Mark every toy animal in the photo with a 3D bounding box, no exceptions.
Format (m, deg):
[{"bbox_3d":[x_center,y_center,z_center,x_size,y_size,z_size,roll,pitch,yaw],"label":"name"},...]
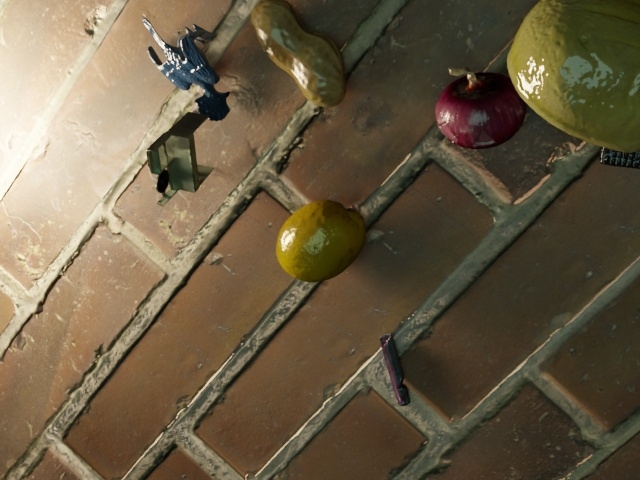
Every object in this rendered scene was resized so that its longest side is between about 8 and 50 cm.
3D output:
[{"bbox_3d":[-0.288,-0.383,1.657,0.256,0.239,0.176,22,78,-32],"label":"toy animal"}]

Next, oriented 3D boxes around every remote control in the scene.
[{"bbox_3d":[0.684,-0.166,1.504,0.245,0.025,0.063,10,106,13],"label":"remote control"}]

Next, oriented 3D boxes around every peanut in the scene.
[{"bbox_3d":[-0.040,-0.404,1.604,0.125,0.111,0.274,-43,89,16],"label":"peanut"}]

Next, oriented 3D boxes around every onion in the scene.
[{"bbox_3d":[0.318,-0.261,1.506,0.177,0.177,0.153,24,134,9],"label":"onion"}]

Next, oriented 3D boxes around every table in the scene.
[{"bbox_3d":[-0.304,-0.177,1.673,0.063,0.175,0.146,13,131,15],"label":"table"}]

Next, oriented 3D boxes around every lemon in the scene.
[{"bbox_3d":[0.000,0.000,1.662,0.207,0.170,0.170,-43,89,18],"label":"lemon"}]

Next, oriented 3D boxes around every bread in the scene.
[{"bbox_3d":[0.506,-0.318,1.373,0.321,0.320,0.237,26,125,9],"label":"bread"}]

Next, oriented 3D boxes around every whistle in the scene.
[{"bbox_3d":[0.173,0.299,1.753,0.033,0.033,0.176,-14,100,18],"label":"whistle"}]
